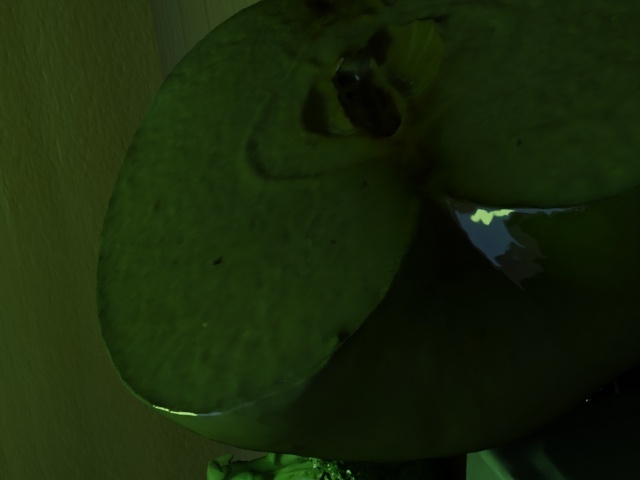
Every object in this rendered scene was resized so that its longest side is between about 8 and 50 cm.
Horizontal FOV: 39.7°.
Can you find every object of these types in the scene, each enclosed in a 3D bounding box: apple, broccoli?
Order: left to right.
[{"bbox_3d":[0.009,0.272,0.974,0.270,0.270,0.269,-1,-90,-88],"label":"broccoli"},{"bbox_3d":[0.048,-0.064,0.511,0.360,0.320,0.311,-107,29,-53],"label":"apple"}]

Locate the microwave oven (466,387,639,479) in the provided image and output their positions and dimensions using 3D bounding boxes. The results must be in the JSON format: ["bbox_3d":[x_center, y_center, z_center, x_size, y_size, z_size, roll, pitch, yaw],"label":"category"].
[{"bbox_3d":[0.203,0.259,0.492,0.237,0.181,0.295,-129,32,-59],"label":"microwave oven"}]

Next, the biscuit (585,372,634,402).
[{"bbox_3d":[0.178,0.116,0.690,0.194,0.053,0.194,168,90,-73],"label":"biscuit"}]
